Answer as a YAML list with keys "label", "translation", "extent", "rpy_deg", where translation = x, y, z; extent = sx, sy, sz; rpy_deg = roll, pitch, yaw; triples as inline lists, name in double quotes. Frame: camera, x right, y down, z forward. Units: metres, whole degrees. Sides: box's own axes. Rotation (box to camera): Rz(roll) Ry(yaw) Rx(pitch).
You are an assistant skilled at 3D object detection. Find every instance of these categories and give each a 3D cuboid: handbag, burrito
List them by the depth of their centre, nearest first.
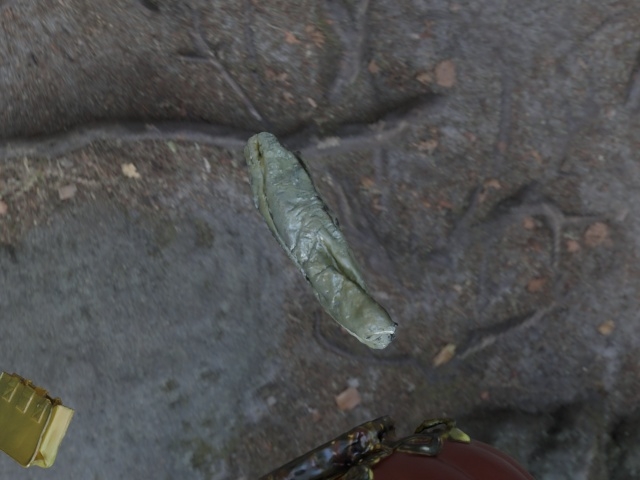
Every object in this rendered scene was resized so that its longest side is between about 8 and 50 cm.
- label: "handbag"
  translation: [-0.255, 0.153, 0.947]
  extent: [0.027, 0.083, 0.061]
  rpy_deg: [21, 93, -55]
- label: "burrito"
  translation: [-0.002, 0.000, 0.979]
  extent: [0.063, 0.229, 0.058]
  rpy_deg: [-7, 146, -50]

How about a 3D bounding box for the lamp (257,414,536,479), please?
- label: "lamp"
  translation: [0.046, 0.220, 0.683]
  extent: [0.226, 0.227, 0.227]
  rpy_deg: [-6, 109, -17]
